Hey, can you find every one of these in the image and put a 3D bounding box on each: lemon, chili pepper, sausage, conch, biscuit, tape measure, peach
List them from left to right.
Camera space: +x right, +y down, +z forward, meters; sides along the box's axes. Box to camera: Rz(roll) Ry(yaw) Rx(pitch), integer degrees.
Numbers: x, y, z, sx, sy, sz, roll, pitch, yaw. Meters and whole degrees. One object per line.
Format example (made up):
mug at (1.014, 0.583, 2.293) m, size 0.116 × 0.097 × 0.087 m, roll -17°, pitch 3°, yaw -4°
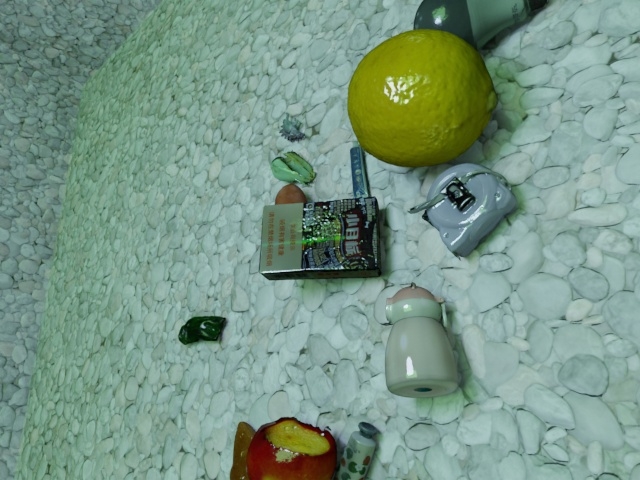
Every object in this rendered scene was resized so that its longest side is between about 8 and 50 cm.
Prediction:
chili pepper at (-0.402, 0.299, 1.583) m, size 0.224 × 0.061 × 0.098 m, roll -20°, pitch 55°, yaw 38°
biscuit at (-0.187, 0.633, 1.274) m, size 0.183 × 0.043 × 0.280 m, roll -38°, pitch 47°, yaw 21°
peach at (-0.065, 0.510, 1.110) m, size 0.226 × 0.190 × 0.196 m, roll -42°, pitch 27°, yaw 29°
conch at (-0.083, -0.232, 1.496) m, size 0.170 × 0.079 × 0.105 m, roll 21°, pitch 94°, yaw 29°
sausage at (-0.074, -0.052, 1.389) m, size 0.113 × 0.113 × 0.259 m, roll -33°, pitch 55°, yaw 29°
lemon at (0.225, -0.325, 1.093) m, size 0.336 × 0.336 × 0.336 m, roll -17°, pitch 63°, yaw 37°
tape measure at (0.317, -0.082, 1.051) m, size 0.196 × 0.105 × 0.178 m, roll -53°, pitch 47°, yaw 15°

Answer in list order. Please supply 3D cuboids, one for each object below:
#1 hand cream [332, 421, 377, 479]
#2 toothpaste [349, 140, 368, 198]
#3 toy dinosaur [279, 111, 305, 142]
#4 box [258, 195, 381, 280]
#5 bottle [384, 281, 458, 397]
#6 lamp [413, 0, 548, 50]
hand cream at (0.063, 0.551, 1.073) m, size 0.095 × 0.059 × 0.276 m, roll 22°, pitch 94°, yaw 47°
toothpaste at (0.107, -0.198, 1.333) m, size 0.057 × 0.035 × 0.197 m, roll -22°, pitch 63°, yaw 41°
toy dinosaur at (-0.092, -0.370, 1.572) m, size 0.082 × 0.039 × 0.209 m, roll -60°, pitch 35°, yaw 11°
box at (0.000, 0.000, 1.232) m, size 0.310 × 0.084 × 0.198 m, roll -4°, pitch 68°, yaw 13°
bottle at (0.209, 0.207, 1.016) m, size 0.147 × 0.147 × 0.236 m, roll -24°, pitch 52°, yaw 34°
lamp at (0.388, -0.534, 1.154) m, size 0.314 × 0.182 × 0.182 m, roll -1°, pitch 71°, yaw 8°
